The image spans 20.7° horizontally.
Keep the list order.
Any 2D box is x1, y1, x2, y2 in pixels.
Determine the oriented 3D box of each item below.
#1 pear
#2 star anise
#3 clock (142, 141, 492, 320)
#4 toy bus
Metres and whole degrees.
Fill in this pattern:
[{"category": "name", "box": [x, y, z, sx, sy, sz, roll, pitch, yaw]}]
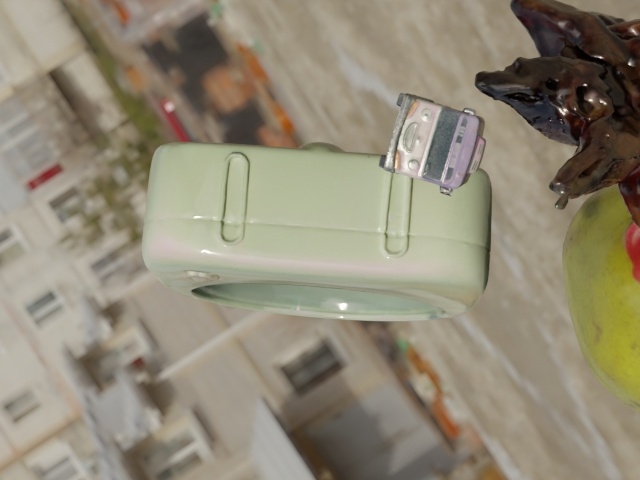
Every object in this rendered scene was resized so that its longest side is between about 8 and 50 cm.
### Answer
[{"category": "pear", "box": [0.434, 0.070, 1.843, 0.375, 0.287, 0.287, 19, 159, 20]}, {"category": "star anise", "box": [0.235, -0.088, 1.226, 0.272, 0.102, 0.272, 24, -139, -23]}, {"category": "clock", "box": [0.000, 0.000, 1.431, 0.324, 0.265, 0.108, 82, -169, -82]}, {"category": "toy bus", "box": [0.069, -0.058, 1.049, 0.058, 0.052, 0.102, 16, -175, 6]}]
